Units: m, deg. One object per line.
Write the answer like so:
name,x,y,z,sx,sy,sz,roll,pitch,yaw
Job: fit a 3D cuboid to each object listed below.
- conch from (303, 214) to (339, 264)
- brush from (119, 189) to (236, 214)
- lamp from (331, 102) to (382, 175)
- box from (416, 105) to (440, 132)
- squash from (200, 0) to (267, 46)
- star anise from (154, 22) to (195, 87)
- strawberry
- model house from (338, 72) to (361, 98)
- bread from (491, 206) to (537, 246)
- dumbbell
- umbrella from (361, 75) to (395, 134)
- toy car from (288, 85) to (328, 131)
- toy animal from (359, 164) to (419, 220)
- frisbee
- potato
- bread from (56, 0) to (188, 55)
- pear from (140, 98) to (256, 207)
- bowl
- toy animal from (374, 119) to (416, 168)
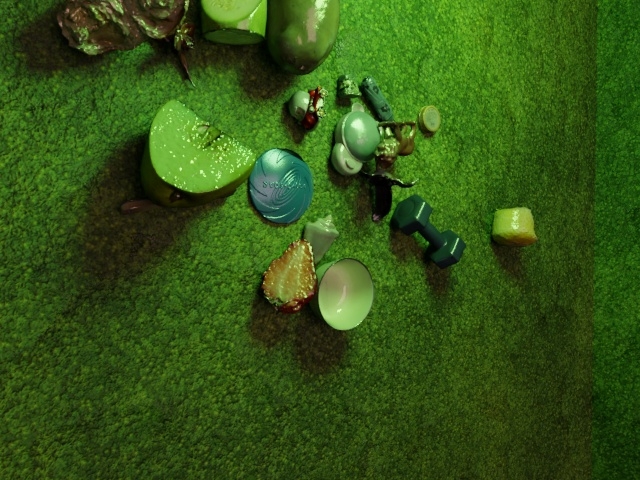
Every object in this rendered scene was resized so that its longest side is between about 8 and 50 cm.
conch,-0.007,-0.006,1.646,0.104,0.094,0.176,18,109,-48
brush,-0.385,-0.130,1.357,0.327,0.070,0.065,-17,84,-34
lamp,0.127,-0.336,1.699,0.179,0.107,0.246,35,72,-28
box,0.427,-0.478,1.960,0.105,0.037,0.106,-2,94,-37
squash,-0.238,-0.681,1.362,0.189,0.189,0.261,-4,99,-37
star anise,-0.389,-0.512,1.346,0.158,0.144,0.140,-24,61,-41
strawberry,-0.088,0.128,1.569,0.175,0.107,0.236,43,66,8
model house,0.096,-0.529,1.692,0.078,0.066,0.084,-8,95,-38
bread,0.863,-0.055,2.221,0.197,0.197,0.171,13,77,-36
dumbbell,0.417,-0.031,1.908,0.324,0.144,0.160,40,68,-30
umbrella,0.221,-0.483,1.795,0.250,0.052,0.053,50,30,-35
toy car,-0.046,-0.428,1.577,0.112,0.112,0.139,16,72,-20
toy animal,0.233,-0.216,1.731,0.197,0.272,0.160,-25,69,1
frisbee,-0.113,-0.172,1.567,0.242,0.045,0.243,-2,94,-38
potato,-0.052,-0.657,1.471,0.243,0.220,0.327,-37,130,-79
bread,-0.463,-0.565,1.196,0.313,0.192,0.171,-28,133,0
pear,-0.337,-0.183,1.280,0.292,0.159,0.293,10,61,-19
bowl,0.051,0.171,1.652,0.237,0.126,0.238,-2,94,-37
toy animal,0.260,-0.334,1.716,0.312,0.097,0.158,-21,115,-55
